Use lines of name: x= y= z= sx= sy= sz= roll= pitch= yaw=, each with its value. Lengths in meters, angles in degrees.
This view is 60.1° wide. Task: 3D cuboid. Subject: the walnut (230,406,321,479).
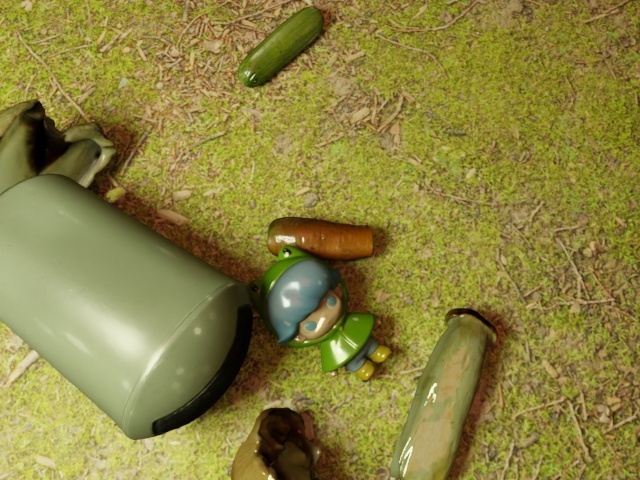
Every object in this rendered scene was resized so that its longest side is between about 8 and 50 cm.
walnut: x=-0.057 y=0.384 z=0.841 sx=0.141 sy=0.204 sz=0.238 roll=-38 pitch=70 yaw=11

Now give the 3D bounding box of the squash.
squash: x=-0.081 y=-0.404 z=1.150 sx=0.069 sy=0.069 sz=0.239 roll=43 pitch=76 yaw=11

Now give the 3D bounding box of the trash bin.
trash bin: x=-0.318 y=0.105 z=0.881 sx=0.431 sy=0.280 sz=0.280 roll=33 pitch=75 yaw=12

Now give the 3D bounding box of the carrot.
carrot: x=0.000 y=0.000 z=1.015 sx=0.193 sy=0.087 sz=0.087 roll=4 pitch=72 yaw=1

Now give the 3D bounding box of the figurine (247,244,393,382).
figurine: x=0.001 y=0.133 z=0.953 sx=0.263 sy=0.143 sz=0.162 roll=43 pitch=85 yaw=-6

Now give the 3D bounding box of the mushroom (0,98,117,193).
mushroom: x=-0.528 y=-0.133 z=0.961 sx=0.212 sy=0.217 sz=0.292 roll=39 pitch=84 yaw=29

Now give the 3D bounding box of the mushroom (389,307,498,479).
mushroom: x=0.213 y=0.264 z=0.938 sx=0.099 sy=0.081 sz=0.312 roll=22 pitch=75 yaw=12
